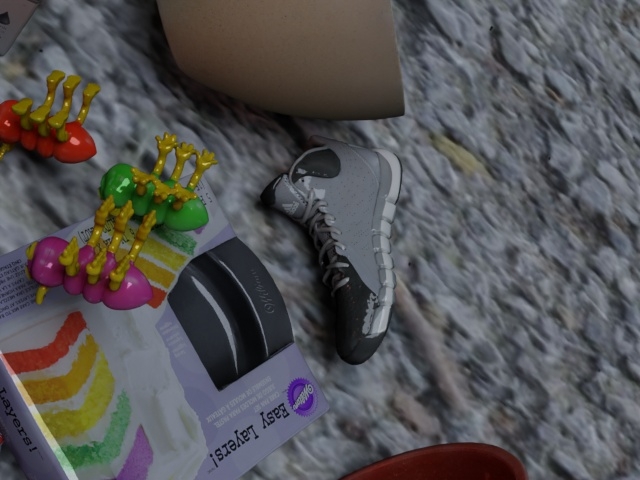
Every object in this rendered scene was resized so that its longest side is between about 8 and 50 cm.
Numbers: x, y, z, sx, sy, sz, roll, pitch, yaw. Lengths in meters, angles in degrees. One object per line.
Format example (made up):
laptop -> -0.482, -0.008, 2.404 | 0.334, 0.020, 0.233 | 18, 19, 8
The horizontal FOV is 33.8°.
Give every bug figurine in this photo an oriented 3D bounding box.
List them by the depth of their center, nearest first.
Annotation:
bug figurine -> -0.201, -0.029, 0.776 | 0.216, 0.072, 0.279 | 21, 30, 3

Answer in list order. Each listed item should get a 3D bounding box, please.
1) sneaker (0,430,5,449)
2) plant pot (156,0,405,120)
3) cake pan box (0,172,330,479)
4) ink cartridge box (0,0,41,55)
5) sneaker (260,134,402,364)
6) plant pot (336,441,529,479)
sneaker -> -0.255, 0.179, 0.797 | 0.067, 0.042, 0.118 | -25, 87, -31
plant pot -> -0.045, -0.231, 0.936 | 0.190, 0.284, 0.284 | -12, 80, 2
cake pan box -> -0.139, 0.095, 0.856 | 0.267, 0.070, 0.246 | -28, 91, -44
ink cartridge box -> -0.271, -0.249, 0.806 | 0.158, 0.218, 0.092 | 26, 64, -22
sneaker -> 0.000, 0.000, 0.989 | 0.132, 0.086, 0.229 | 19, 57, -20
plant pot -> 0.092, 0.349, 0.842 | 0.272, 0.272, 0.265 | -33, 102, -34
